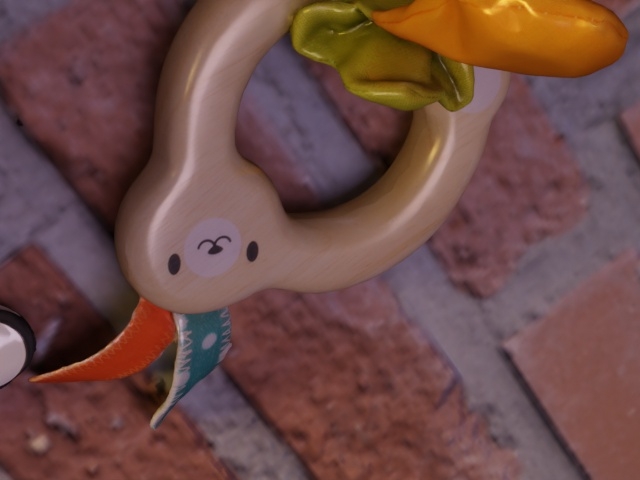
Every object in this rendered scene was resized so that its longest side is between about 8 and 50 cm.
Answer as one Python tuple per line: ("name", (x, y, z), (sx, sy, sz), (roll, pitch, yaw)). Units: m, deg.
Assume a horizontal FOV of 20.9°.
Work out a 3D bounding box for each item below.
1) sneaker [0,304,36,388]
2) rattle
("sneaker", (-0.146, 0.051, 0.577), (0.109, 0.044, 0.040), (-17, 113, -17))
("rattle", (0.000, 0.000, 0.566), (0.199, 0.143, 0.130), (-48, 140, -6))
